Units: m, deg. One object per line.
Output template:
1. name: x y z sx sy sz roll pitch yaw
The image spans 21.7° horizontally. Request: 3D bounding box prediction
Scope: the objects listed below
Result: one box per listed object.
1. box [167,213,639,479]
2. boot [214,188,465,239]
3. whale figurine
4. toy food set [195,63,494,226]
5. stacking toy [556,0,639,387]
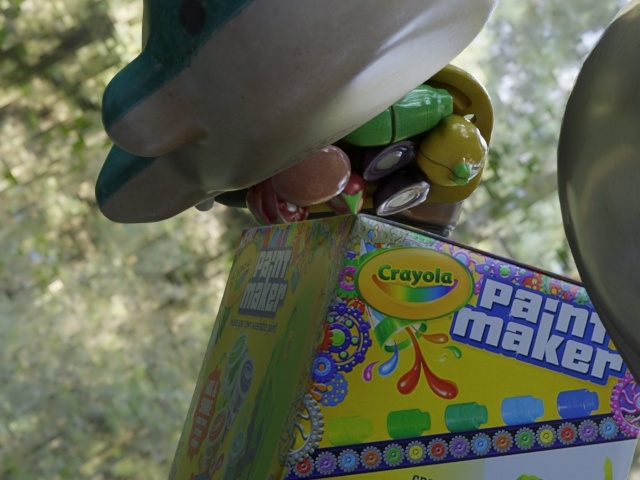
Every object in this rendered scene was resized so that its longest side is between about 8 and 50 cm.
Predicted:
1. box: 0.026 0.144 0.938 0.177 0.279 0.290 18 -6 -13
2. boot: 0.000 0.000 1.213 0.082 0.219 0.106 38 -64 61
3. whale figurine: -0.034 -0.108 0.829 0.141 0.216 0.272 58 -39 5
4. toy food set: 0.017 -0.046 1.094 0.128 0.218 0.071 96 -16 -45
5. stacking toy: 0.322 -0.053 0.362 0.350 0.480 0.350 46 -5 5
